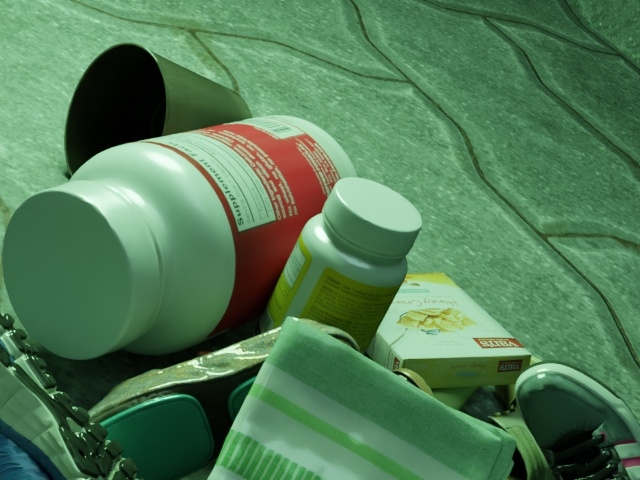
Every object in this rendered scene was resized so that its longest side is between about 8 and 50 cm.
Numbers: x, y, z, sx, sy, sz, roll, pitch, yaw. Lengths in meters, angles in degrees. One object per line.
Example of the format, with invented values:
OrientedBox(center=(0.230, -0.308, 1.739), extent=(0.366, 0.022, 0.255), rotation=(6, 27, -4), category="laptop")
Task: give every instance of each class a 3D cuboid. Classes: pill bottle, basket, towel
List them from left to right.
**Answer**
OrientedBox(center=(-0.200, -0.151, 1.637), extent=(0.154, 0.204, 0.227), rotation=(29, 16, 26), category="basket")
OrientedBox(center=(-0.142, -0.006, 1.372), extent=(0.229, 0.229, 0.408), rotation=(38, 29, 20), category="pill bottle")
OrientedBox(center=(0.013, 0.257, 1.061), extent=(0.248, 0.038, 0.325), rotation=(30, 63, -5), category="towel")
OrientedBox(center=(0.019, 0.046, 1.304), extent=(0.119, 0.208, 0.119), rotation=(21, 27, -11), category="pill bottle")

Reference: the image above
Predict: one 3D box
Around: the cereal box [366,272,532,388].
OrientedBox(center=(0.127, 0.107, 1.528), extent=(0.173, 0.047, 0.240), rotation=(0, 22, -23), category="cereal box")

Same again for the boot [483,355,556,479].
OrientedBox(center=(0.237, 0.216, 1.509), extent=(0.165, 0.077, 0.213), rotation=(0, 39, -39), category="boot")

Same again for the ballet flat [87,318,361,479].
OrientedBox(center=(-0.114, 0.156, 1.195), extent=(0.316, 0.107, 0.106), rotation=(-17, 25, -18), category="ballet flat")

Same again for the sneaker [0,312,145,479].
OrientedBox(center=(-0.258, 0.200, 1.046), extent=(0.330, 0.147, 0.130), rotation=(50, 5, 8), category="sneaker")

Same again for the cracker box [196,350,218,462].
OrientedBox(center=(-0.028, 0.213, 1.276), extent=(0.156, 0.067, 0.232), rotation=(5, 34, -36), category="cracker box")

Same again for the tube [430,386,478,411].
OrientedBox(center=(0.150, 0.178, 1.499), extent=(0.070, 0.062, 0.240), rotation=(30, 28, 17), category="tube")

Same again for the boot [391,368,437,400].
OrientedBox(center=(0.023, 0.244, 1.123), extent=(0.207, 0.248, 0.090), rotation=(1, -7, -37), category="boot")

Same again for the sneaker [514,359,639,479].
OrientedBox(center=(0.303, 0.283, 1.344), extent=(0.295, 0.124, 0.178), rotation=(51, 26, -11), category="sneaker")
